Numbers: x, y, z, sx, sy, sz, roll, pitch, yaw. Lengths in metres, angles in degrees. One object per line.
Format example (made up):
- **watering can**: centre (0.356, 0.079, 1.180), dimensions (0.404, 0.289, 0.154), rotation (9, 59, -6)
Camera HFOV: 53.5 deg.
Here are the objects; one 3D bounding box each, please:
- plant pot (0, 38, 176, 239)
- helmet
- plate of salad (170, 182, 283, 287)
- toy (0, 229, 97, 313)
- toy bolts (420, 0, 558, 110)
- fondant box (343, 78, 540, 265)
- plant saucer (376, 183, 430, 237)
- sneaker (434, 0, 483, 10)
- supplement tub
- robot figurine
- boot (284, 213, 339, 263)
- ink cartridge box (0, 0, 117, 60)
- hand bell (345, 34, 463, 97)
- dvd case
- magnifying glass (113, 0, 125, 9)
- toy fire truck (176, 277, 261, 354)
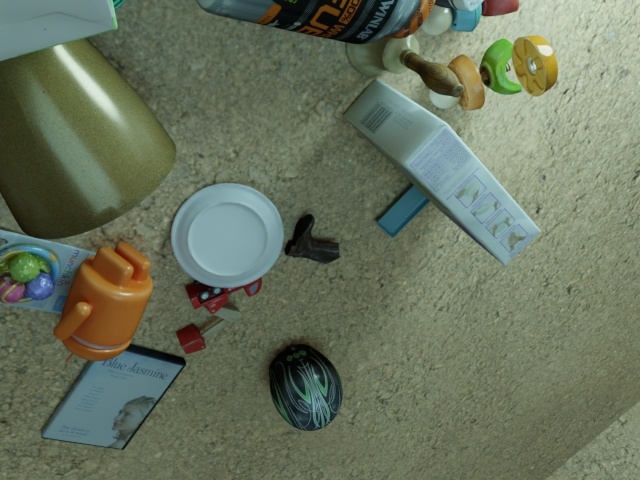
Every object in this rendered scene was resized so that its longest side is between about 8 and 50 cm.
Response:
- **plant pot**: centre (-0.348, -0.171, 0.806), dimensions (0.237, 0.237, 0.254), rotation (-29, 130, -7)
- **helmet**: centre (-0.030, 0.324, 1.377), dimensions (0.169, 0.161, 0.169), rotation (-14, 128, -19)
- **plate of salad**: centre (-0.166, -0.009, 1.139), dimensions (0.200, 0.048, 0.199), rotation (-4, 111, -10)
- **toy**: centre (-0.493, 0.058, 1.010), dimensions (0.237, 0.056, 0.137), rotation (20, 112, -37)
- **toy bolts**: centre (0.263, -0.322, 1.068), dimensions (0.158, 0.218, 0.228), rotation (-23, 112, -5)
- **fondant box**: centre (0.216, -0.119, 1.129), dimensions (0.096, 0.238, 0.330), rotation (-48, 126, 8)
- **plant saucer**: centre (0.196, -0.090, 1.302), dimensions (0.192, 0.018, 0.067), rotation (-46, 131, 7)
- **sneaker**: centre (0.250, -0.486, 0.992), dimensions (0.321, 0.127, 0.126), rotation (-49, 142, -23)
- **supplement tub**: centre (-0.003, -0.381, 0.869), dimensions (0.316, 0.193, 0.193), rotation (1, 122, -29)
- **robot figurine**: centre (-0.364, 0.112, 1.069), dimensions (0.128, 0.158, 0.219), rotation (19, 113, -19)
- **boot**: centre (0.000, 0.000, 1.246), dimensions (0.114, 0.037, 0.106), rotation (13, 128, -31)
- **ink cartridge box**: centre (-0.371, -0.371, 0.655), dimensions (0.207, 0.353, 0.119), rotation (-20, 170, -14)
- **hand bell**: centre (0.146, -0.278, 0.991), dimensions (0.126, 0.242, 0.126), rotation (-14, 128, -19)
- **dvd case**: centre (-0.407, 0.311, 1.258), dimensions (0.180, 0.022, 0.253), rotation (26, 107, -38)
- **magnifying glass**: centre (-0.343, -0.305, 0.851), dimensions (0.231, 0.026, 0.092), rotation (-43, 136, 8)
- **toy fire truck**: centre (-0.196, 0.127, 1.225), dimensions (0.192, 0.047, 0.135), rotation (-24, 131, -12)
